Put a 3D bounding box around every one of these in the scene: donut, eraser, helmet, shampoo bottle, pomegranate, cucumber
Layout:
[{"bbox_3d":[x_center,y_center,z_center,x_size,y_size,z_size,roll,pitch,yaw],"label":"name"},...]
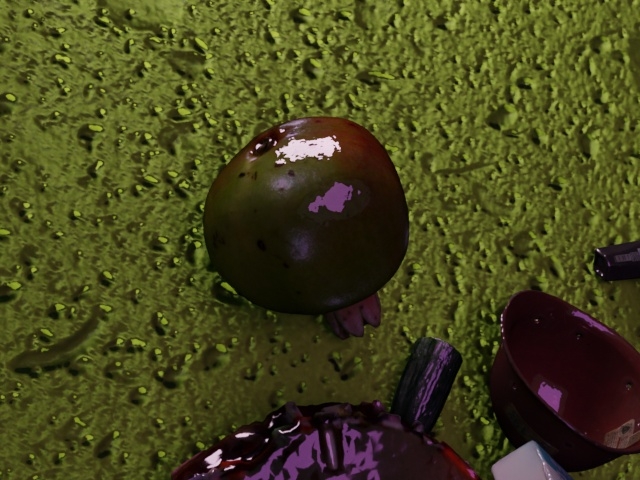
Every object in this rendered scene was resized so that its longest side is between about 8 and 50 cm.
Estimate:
[{"bbox_3d":[0.031,0.278,1.014,0.259,0.136,0.345,-43,95,-23],"label":"donut"},{"bbox_3d":[0.236,0.271,1.061,0.052,0.095,0.225,-39,119,14],"label":"eraser"},{"bbox_3d":[0.207,0.139,1.112,0.175,0.106,0.155,44,40,5],"label":"helmet"},{"bbox_3d":[0.335,0.016,1.225,0.137,0.027,0.048,-7,72,-20],"label":"shampoo bottle"},{"bbox_3d":[0.000,0.000,1.052,0.180,0.180,0.210,-36,120,-22],"label":"pomegranate"},{"bbox_3d":[0.088,0.141,1.107,0.048,0.048,0.105,29,73,-11],"label":"cucumber"}]
